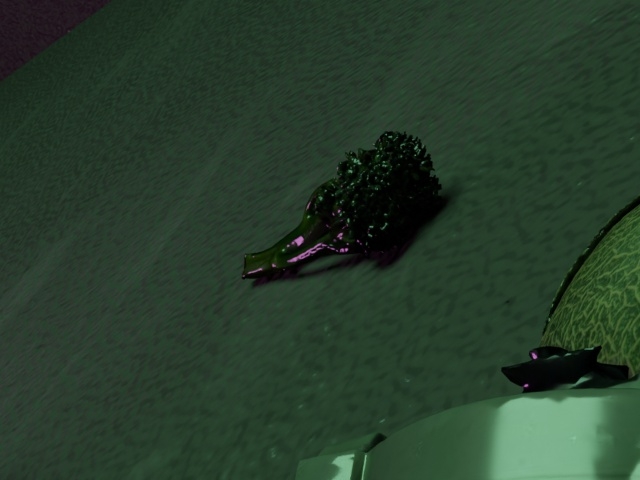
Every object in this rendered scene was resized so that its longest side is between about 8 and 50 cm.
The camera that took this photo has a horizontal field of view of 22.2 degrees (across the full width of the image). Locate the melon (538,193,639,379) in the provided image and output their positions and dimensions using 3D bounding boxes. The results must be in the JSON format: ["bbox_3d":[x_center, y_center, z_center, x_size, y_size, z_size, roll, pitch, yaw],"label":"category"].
[{"bbox_3d":[0.134,0.040,0.444,0.139,0.139,0.192,-50,16,-27],"label":"melon"}]

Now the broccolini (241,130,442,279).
[{"bbox_3d":[-0.008,-0.011,1.021,0.201,0.058,0.074,-20,20,49],"label":"broccolini"}]

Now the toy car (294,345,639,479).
[{"bbox_3d":[0.048,0.157,0.289,0.193,0.118,0.301,-17,46,40],"label":"toy car"}]
